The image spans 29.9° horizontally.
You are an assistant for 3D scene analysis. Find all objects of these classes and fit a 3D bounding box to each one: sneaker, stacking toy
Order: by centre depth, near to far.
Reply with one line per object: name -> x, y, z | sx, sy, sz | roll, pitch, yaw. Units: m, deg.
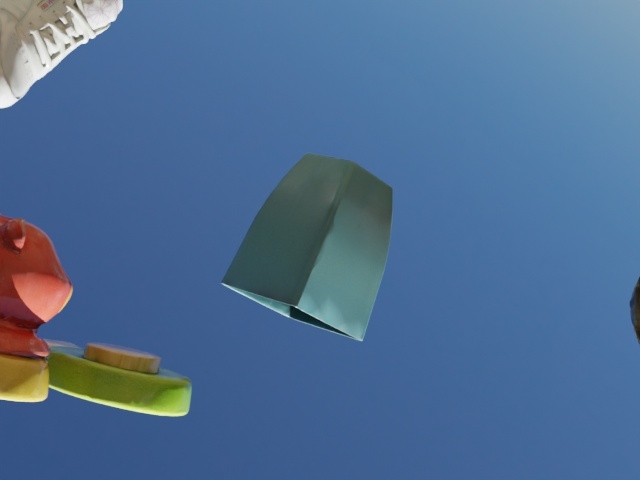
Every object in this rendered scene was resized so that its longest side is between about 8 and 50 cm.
stacking toy -> -0.253, 0.048, 1.017 | 0.279, 0.130, 0.309 | 16, 177, -42
sneaker -> -0.332, -0.275, 1.457 | 0.152, 0.114, 0.305 | -2, -137, 15

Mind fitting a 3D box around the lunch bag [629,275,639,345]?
lunch bag -> 0.447, 0.085, 1.136 | 0.235, 0.169, 0.287 | 24, 166, -3

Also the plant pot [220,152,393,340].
plant pot -> 0.000, 0.000, 1.787 | 0.165, 0.234, 0.165 | 13, 168, 45
